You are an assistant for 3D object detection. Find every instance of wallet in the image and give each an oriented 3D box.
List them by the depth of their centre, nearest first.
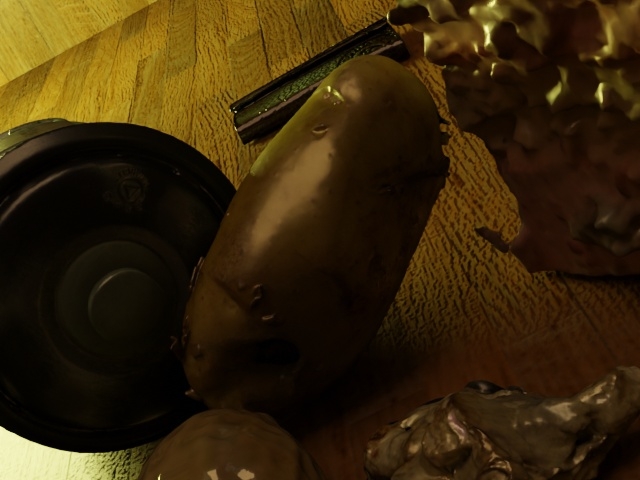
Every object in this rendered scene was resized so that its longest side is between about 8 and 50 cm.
[{"bbox_3d":[-0.007,-0.213,1.544,0.243,0.039,0.133,-28,24,5],"label":"wallet"}]

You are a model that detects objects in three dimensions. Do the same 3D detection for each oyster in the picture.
[{"bbox_3d":[0.101,0.113,0.706,0.191,0.081,0.163,-25,19,3],"label":"oyster"}]

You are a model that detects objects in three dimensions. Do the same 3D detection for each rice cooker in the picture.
[{"bbox_3d":[-0.198,0.028,0.994,0.317,0.264,0.316,-13,15,4],"label":"rice cooker"}]

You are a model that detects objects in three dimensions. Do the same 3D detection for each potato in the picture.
[{"bbox_3d":[0.000,0.000,0.889,0.140,0.173,0.300,27,76,16],"label":"potato"}]

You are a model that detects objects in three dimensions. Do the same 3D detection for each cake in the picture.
[{"bbox_3d":[0.259,-0.158,0.791,0.293,0.307,0.314,-35,22,-23],"label":"cake"}]

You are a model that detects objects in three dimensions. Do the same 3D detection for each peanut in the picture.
[{"bbox_3d":[-0.066,0.196,0.666,0.149,0.149,0.313,-22,22,18],"label":"peanut"}]
